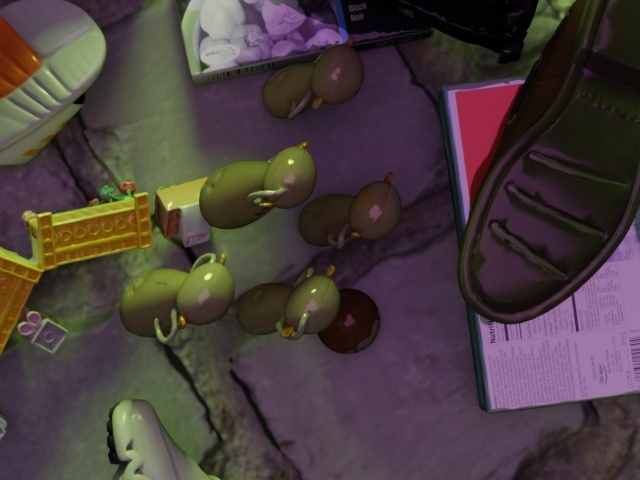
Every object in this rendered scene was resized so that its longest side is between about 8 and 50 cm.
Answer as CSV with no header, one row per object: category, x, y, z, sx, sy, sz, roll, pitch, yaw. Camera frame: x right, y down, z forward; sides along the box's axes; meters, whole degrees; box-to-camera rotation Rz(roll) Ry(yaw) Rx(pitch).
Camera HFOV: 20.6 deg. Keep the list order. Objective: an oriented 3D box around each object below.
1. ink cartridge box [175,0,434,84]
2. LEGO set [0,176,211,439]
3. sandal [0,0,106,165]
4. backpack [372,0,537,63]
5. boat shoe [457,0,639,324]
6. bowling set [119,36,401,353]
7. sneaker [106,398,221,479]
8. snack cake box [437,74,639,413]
ink cartridge box,-0.026,-0.250,1.453,0.206,0.045,0.208,-12,85,-2
LEGO set,-0.224,0.020,1.425,0.287,0.107,0.132,-45,123,-8
sandal,-0.273,-0.099,1.431,0.265,0.076,0.102,-36,73,18
backpack,0.059,-0.268,1.324,0.253,0.225,0.191,17,82,6
boat shoe,0.193,-0.074,1.332,0.110,0.104,0.307,31,84,-7
bowling set,0.000,0.000,1.370,0.200,0.154,0.287,36,70,-19
sneaker,-0.074,0.245,1.402,0.118,0.110,0.292,-30,96,-10
snack cake box,0.187,-0.001,1.421,0.152,0.089,0.264,-7,87,0
